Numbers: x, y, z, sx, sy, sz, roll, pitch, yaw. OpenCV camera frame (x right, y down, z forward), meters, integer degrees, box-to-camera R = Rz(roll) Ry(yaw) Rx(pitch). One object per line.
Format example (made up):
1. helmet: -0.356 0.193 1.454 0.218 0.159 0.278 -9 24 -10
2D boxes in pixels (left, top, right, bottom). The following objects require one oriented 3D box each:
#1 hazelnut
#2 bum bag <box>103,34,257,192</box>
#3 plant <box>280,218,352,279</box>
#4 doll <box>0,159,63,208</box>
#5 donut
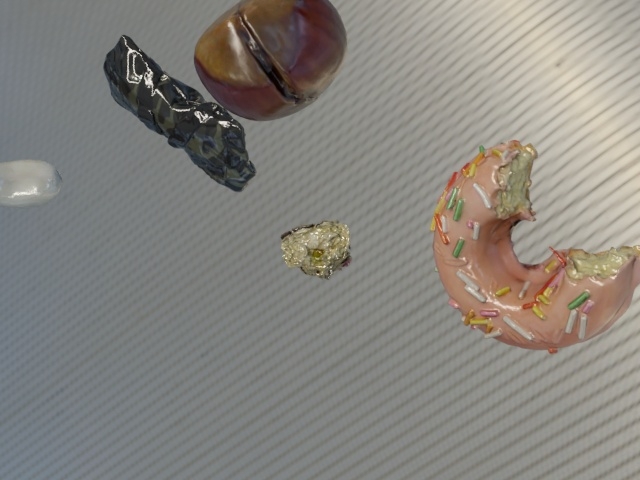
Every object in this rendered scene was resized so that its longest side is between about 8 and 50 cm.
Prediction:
1. hazelnut: -0.062 -0.256 1.480 0.212 0.181 0.181 -33 19 9
2. bum bag: -0.237 -0.211 1.760 0.340 0.144 0.095 39 57 15
3. plant: 0.000 0.000 1.717 0.117 0.122 0.104 13 116 12
4. doll: -0.421 -0.056 1.036 0.242 0.311 0.159 -61 40 46
5. donut: 0.209 0.022 1.122 0.233 0.085 0.199 44 128 13
